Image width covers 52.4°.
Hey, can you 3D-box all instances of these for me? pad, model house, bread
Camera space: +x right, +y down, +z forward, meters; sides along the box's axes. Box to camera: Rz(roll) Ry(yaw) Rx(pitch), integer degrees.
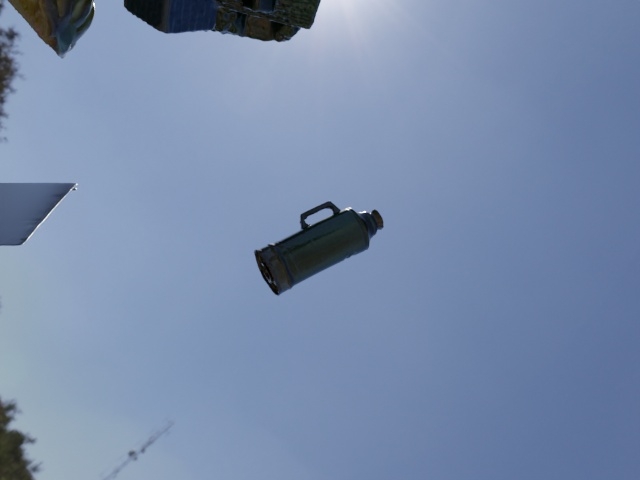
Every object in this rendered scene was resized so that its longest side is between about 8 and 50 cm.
[{"bbox_3d":[-0.357,-0.030,0.671,0.265,0.159,0.009,-121,-148,-71],"label":"pad"},{"bbox_3d":[-0.189,-0.547,1.307,0.382,0.342,0.334,9,-62,-10],"label":"model house"},{"bbox_3d":[-0.512,-0.473,1.261,0.158,0.156,0.260,46,-5,6],"label":"bread"}]

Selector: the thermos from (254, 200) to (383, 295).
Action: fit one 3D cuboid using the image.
[{"bbox_3d":[0.002,0.005,0.940,0.083,0.187,0.073,51,-21,40],"label":"thermos"}]
